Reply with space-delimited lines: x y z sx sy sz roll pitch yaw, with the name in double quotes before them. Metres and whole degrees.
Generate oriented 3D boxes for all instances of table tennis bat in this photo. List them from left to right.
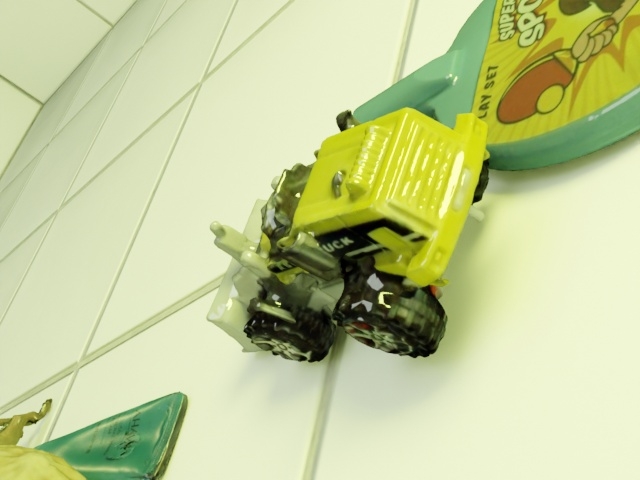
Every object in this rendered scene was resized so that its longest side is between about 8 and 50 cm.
"table tennis bat" 0.137 -0.126 0.551 0.329 0.044 0.215 -20 44 49

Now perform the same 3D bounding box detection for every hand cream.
"hand cream" -0.197 0.189 0.749 0.224 0.048 0.083 -25 35 39

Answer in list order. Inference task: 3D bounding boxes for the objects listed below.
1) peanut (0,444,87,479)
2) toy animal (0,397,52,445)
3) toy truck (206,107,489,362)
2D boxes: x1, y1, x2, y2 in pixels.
"peanut" -0.297 0.254 0.727 0.298 0.136 0.120 -35 -13 37
"toy animal" -0.354 0.252 0.917 0.069 0.086 0.220 -25 20 42
"toy truck" 0.000 0.000 0.544 0.286 0.111 0.136 -22 41 58
